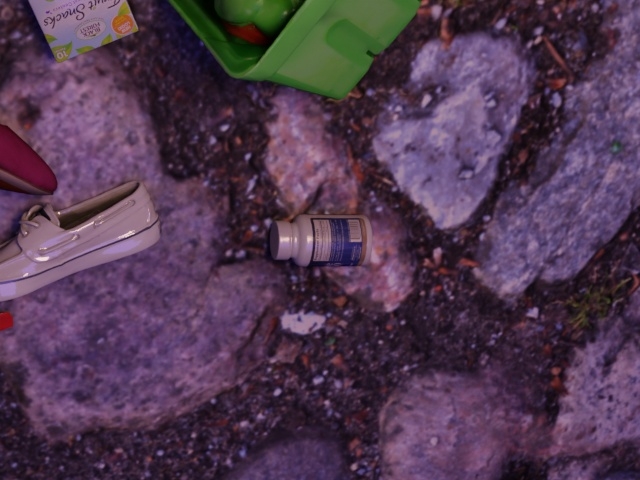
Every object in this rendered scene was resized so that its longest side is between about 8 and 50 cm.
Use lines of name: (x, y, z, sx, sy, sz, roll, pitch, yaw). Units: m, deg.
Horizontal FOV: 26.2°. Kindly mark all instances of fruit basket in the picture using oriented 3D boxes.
fruit basket: (-0.024, -0.352, 1.401, 0.392, 0.283, 0.392, -18, 134, -20)

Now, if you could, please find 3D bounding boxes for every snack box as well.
snack box: (-0.274, -0.280, 1.517, 0.100, 0.037, 0.141, -22, 121, -3)

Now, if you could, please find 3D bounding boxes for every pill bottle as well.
pill bottle: (0.000, 0.000, 1.730, 0.120, 0.067, 0.067, 0, 117, -16)

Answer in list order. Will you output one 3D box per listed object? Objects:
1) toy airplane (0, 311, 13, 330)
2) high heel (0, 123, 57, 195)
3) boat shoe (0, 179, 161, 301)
toy airplane: (-0.450, 0.096, 1.671, 0.151, 0.028, 0.151, -8, 119, -14)
high heel: (-0.414, -0.187, 1.500, 0.377, 0.127, 0.181, 34, 68, -45)
boat shoe: (-0.320, -0.004, 1.629, 0.258, 0.095, 0.084, -22, 118, -17)
